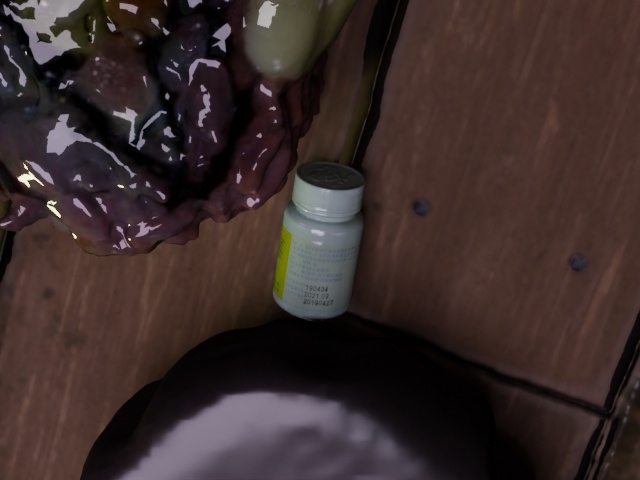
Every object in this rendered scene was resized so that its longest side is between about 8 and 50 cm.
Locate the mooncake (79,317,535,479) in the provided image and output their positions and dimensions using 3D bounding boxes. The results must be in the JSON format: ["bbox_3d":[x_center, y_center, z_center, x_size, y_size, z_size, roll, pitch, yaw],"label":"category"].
[{"bbox_3d":[-0.009,0.181,1.096,0.283,0.141,0.283,2,110,5],"label":"mooncake"}]

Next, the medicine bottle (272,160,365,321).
[{"bbox_3d":[0.000,0.000,1.065,0.047,0.047,0.083,12,115,9],"label":"medicine bottle"}]

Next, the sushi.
[{"bbox_3d":[-0.093,-0.136,0.961,0.237,0.171,0.270,10,111,10],"label":"sushi"}]
